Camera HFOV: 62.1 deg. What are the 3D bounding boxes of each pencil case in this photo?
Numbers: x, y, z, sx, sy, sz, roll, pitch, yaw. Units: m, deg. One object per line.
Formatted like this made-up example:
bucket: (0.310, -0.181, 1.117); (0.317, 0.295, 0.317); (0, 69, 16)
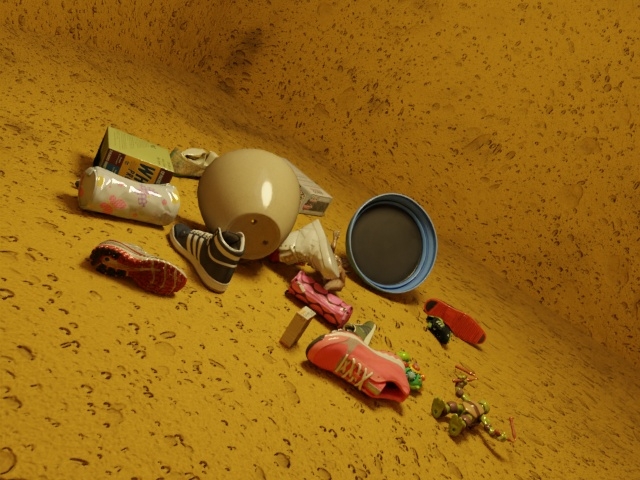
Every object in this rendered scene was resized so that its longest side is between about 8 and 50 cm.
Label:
pencil case: (-0.533, -0.121, 1.494); (0.273, 0.124, 0.113); (11, 27, -45)
pencil case: (0.000, 0.181, 1.615); (0.209, 0.095, 0.098); (33, -17, 10)

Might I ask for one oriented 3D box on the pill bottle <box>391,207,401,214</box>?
pill bottle: (0.239, -0.031, 2.255); (0.152, 0.272, 0.152); (28, 18, -10)

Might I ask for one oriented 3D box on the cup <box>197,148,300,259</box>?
cup: (-0.212, -0.077, 1.620); (0.331, 0.331, 0.237); (23, 29, -25)

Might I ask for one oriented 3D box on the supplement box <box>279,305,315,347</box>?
supplement box: (-0.059, 0.225, 1.385); (0.036, 0.098, 0.062); (36, 19, 13)

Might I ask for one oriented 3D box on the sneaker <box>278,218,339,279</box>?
sneaker: (-0.045, 0.054, 1.689); (0.292, 0.169, 0.108); (-111, 177, -59)

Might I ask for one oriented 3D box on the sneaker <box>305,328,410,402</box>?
sneaker: (0.110, 0.329, 1.363); (0.313, 0.116, 0.136); (23, 21, -24)

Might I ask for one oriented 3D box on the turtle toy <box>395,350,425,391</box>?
turtle toy: (0.252, 0.378, 1.538); (0.095, 0.066, 0.130); (18, 23, -36)

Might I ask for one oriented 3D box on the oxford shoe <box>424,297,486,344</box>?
oxford shoe: (0.548, 0.315, 2.140); (0.271, 0.097, 0.098); (37, 13, 16)

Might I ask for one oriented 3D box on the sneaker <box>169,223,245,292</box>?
sneaker: (-0.312, 0.000, 1.481); (0.099, 0.153, 0.282); (9, 29, -51)

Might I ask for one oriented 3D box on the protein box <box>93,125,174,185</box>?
protein box: (-0.589, -0.230, 1.668); (0.201, 0.136, 0.200); (20, 21, -31)

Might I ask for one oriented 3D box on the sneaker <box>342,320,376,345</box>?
sneaker: (0.110, 0.271, 1.588); (0.086, 0.064, 0.192); (37, 21, 2)

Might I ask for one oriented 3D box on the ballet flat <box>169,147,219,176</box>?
ballet flat: (-0.464, -0.304, 2.097); (0.123, 0.123, 0.348); (39, 19, 23)

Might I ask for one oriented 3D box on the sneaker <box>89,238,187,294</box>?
sneaker: (-0.424, 0.053, 1.270); (0.225, 0.088, 0.093); (26, 17, -16)

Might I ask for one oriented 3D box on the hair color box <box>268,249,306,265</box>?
hair color box: (-0.124, 0.035, 1.857); (0.167, 0.053, 0.093); (9, 28, -46)

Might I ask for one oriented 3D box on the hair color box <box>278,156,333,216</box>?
hair color box: (-0.136, -0.269, 2.535); (0.374, 0.114, 0.185); (42, 21, 31)

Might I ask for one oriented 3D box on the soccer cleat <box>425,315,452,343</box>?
soccer cleat: (0.438, 0.333, 1.984); (0.072, 0.060, 0.179); (19, 13, -7)

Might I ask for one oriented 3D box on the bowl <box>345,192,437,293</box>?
bowl: (0.276, 0.012, 2.094); (0.391, 0.391, 0.077); (26, -15, -17)

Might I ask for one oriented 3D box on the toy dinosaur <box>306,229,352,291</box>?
toy dinosaur: (0.041, 0.107, 1.824); (0.296, 0.127, 0.200); (-96, 167, -51)

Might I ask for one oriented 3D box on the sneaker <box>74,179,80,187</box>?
sneaker: (-0.655, -0.147, 1.511); (0.083, 0.031, 0.035); (22, 21, -27)

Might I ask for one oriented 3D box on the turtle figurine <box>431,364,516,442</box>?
turtle figurine: (0.411, 0.475, 1.507); (0.217, 0.087, 0.270); (5, 39, -39)
